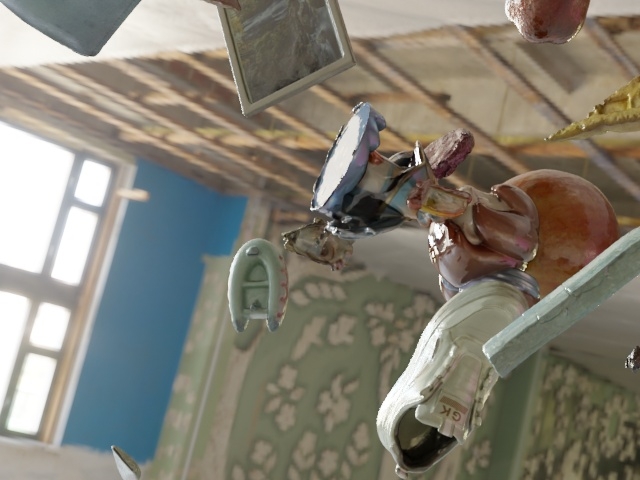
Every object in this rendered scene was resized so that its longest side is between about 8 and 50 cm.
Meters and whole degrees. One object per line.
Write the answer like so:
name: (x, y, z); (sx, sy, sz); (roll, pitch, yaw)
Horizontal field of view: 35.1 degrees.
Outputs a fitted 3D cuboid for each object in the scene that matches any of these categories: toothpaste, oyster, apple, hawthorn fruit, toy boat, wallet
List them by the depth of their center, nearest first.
wallet: (-0.384, -0.379, 1.361); (0.290, 0.054, 0.251); (33, -27, -19)
toothpaste: (-0.277, 0.327, 1.455); (0.048, 0.029, 0.197); (48, -18, 10)
hawthorn fruit: (0.423, -0.455, 1.812); (0.162, 0.163, 0.203); (14, -43, -2)
apple: (0.408, 0.002, 1.906); (0.301, 0.302, 0.301); (14, -9, 2)
oyster: (0.002, -0.002, 2.147); (0.165, 0.108, 0.053); (17, 21, -31)
toy boat: (-0.138, 0.095, 2.182); (0.134, 0.208, 0.079); (-2, -15, 19)

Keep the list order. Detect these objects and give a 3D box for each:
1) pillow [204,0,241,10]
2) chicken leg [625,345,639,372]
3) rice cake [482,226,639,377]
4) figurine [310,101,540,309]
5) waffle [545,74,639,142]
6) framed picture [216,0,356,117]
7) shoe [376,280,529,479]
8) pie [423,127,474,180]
pillow: (-0.222, -0.427, 1.620); (0.211, 0.135, 0.034); (2, -39, -49)
chicken leg: (0.595, 0.194, 1.593); (0.253, 0.106, 0.051); (-6, 35, -13)
rice cake: (0.292, 0.069, 1.168); (0.042, 0.245, 0.045); (47, 11, -13)
figurine: (0.180, -0.016, 1.575); (0.388, 0.248, 0.277); (25, 16, -13)
waffle: (0.291, -0.147, 0.870); (0.191, 0.125, 0.032); (-7, -33, 27)
framed picture: (-0.077, -0.414, 1.883); (0.240, 0.324, 0.020); (-22, -21, 21)
shoe: (0.183, 0.209, 1.410); (0.124, 0.316, 0.159); (28, 22, -6)
pie: (0.207, -0.143, 1.780); (0.036, 0.154, 0.154); (49, -20, -16)
